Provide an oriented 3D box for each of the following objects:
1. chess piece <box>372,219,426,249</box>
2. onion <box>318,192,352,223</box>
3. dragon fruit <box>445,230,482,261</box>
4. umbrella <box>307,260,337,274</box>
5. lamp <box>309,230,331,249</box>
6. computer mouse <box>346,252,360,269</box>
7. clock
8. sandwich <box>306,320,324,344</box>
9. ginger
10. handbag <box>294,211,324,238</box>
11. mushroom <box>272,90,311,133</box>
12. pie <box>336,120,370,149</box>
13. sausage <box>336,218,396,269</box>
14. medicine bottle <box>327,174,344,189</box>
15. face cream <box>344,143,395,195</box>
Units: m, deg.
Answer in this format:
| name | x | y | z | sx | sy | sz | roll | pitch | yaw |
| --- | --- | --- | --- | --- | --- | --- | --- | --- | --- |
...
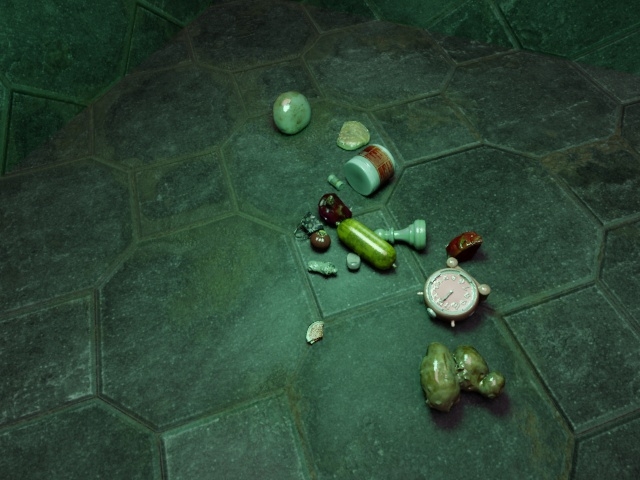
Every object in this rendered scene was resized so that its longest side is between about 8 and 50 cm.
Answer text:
| name | x | y | z | sx | sy | sz | roll | pitch | yaw |
| --- | --- | --- | --- | --- | --- | --- | --- | --- | --- |
| chess piece | 0.353 | -0.025 | 1.915 | 0.271 | 0.139 | 0.139 | -1 | 55 | 16 |
| onion | 0.052 | -0.150 | 1.967 | 0.173 | 0.198 | 0.135 | 44 | 98 | 23 |
| dragon fruit | 0.636 | 0.013 | 1.848 | 0.127 | 0.161 | 0.121 | -7 | 57 | -15 |
| umbrella | 0.010 | 0.123 | 1.855 | 0.143 | 0.062 | 0.067 | 13 | 26 | 19 |
| lamp | 0.000 | 0.000 | 1.922 | 0.101 | 0.090 | 0.101 | 9 | 23 | -4 |
| computer mouse | 0.150 | 0.098 | 1.877 | 0.066 | 0.039 | 0.096 | 0 | 38 | 2 |
| clock | 0.541 | 0.233 | 1.719 | 0.241 | 0.142 | 0.227 | -40 | 62 | -11 |
| sandwich | -0.023 | 0.380 | 1.702 | 0.069 | 0.026 | 0.101 | 5 | 59 | 1 |
| ginger | 0.514 | 0.492 | 1.521 | 0.304 | 0.155 | 0.245 | -8 | 54 | -2 |
| handbag | -0.065 | -0.058 | 1.976 | 0.139 | 0.072 | 0.115 | -35 | 62 | -14 |
| mushroom | -0.184 | -0.738 | 2.371 | 0.243 | 0.243 | 0.244 | -1 | 56 | 2 |
| pie | 0.190 | -0.595 | 2.341 | 0.185 | 0.052 | 0.218 | 13 | 55 | 13 |
| sausage | 0.210 | 0.015 | 1.874 | 0.347 | 0.123 | 0.123 | 39 | 65 | 19 |
| medicine bottle | 0.080 | -0.304 | 2.151 | 0.047 | 0.047 | 0.083 | -36 | 61 | -20 |
| face cream | 0.252 | -0.360 | 2.087 | 0.187 | 0.201 | 0.201 | -39 | 62 | -21 |
